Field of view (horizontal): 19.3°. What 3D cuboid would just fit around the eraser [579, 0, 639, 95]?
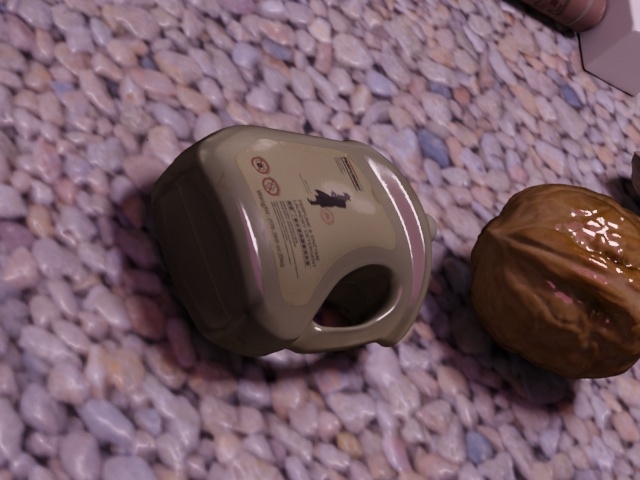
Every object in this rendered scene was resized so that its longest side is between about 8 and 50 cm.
[{"bbox_3d":[0.312,-0.297,1.985,0.076,0.078,0.298,24,46,-31],"label":"eraser"}]

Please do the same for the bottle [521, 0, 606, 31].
[{"bbox_3d":[0.222,-0.257,1.883,0.140,0.053,0.053,24,46,-30],"label":"bottle"}]

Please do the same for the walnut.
[{"bbox_3d":[0.204,0.032,1.567,0.184,0.155,0.155,26,45,-26],"label":"walnut"}]

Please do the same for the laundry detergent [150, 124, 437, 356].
[{"bbox_3d":[0.000,0.000,1.433,0.253,0.091,0.181,-3,65,-46],"label":"laundry detergent"}]

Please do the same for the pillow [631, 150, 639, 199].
[{"bbox_3d":[0.370,0.025,1.801,0.173,0.067,0.270,17,50,-43],"label":"pillow"}]
